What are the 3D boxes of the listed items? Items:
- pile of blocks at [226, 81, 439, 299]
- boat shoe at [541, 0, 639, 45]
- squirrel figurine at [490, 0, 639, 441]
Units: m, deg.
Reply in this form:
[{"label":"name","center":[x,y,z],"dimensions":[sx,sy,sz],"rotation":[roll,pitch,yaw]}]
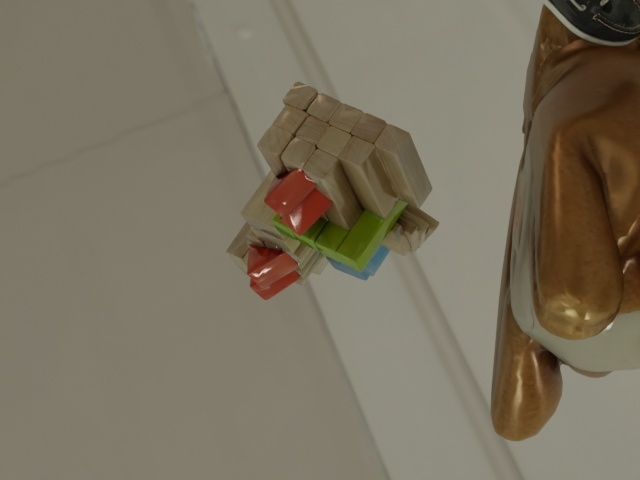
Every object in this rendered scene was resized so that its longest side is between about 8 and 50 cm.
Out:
[{"label":"pile of blocks","center":[0.000,0.000,1.284],"dimensions":[0.112,0.149,0.362],"rotation":[-55,176,-15]},{"label":"boat shoe","center":[0.161,-0.164,0.969],"dimensions":[0.125,0.046,0.038],"rotation":[32,152,-23]},{"label":"squirrel figurine","center":[0.325,-0.029,1.082],"dimensions":[0.370,0.397,0.281],"rotation":[6,151,2]}]
